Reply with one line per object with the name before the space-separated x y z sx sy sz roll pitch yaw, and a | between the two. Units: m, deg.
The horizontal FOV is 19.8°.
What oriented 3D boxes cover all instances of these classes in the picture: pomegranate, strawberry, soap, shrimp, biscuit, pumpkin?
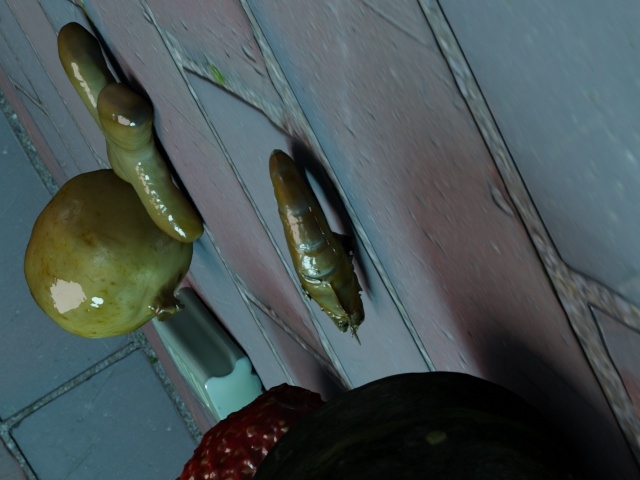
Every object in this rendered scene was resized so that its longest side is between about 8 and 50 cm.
pomegranate | -0.219 0.021 1.951 0.196 0.196 0.196 56 170 15
strawberry | -0.032 0.259 1.672 0.238 0.250 0.288 -69 -20 -60
soap | -0.132 0.153 2.243 0.198 0.066 0.119 45 162 55
shrimp | -0.007 0.003 1.220 0.095 0.045 0.162 50 169 41
biscuit | -0.190 -0.104 1.799 0.164 0.047 0.208 52 169 37
pumpkin | 0.053 0.217 0.970 0.300 0.207 0.300 170 90 -89
